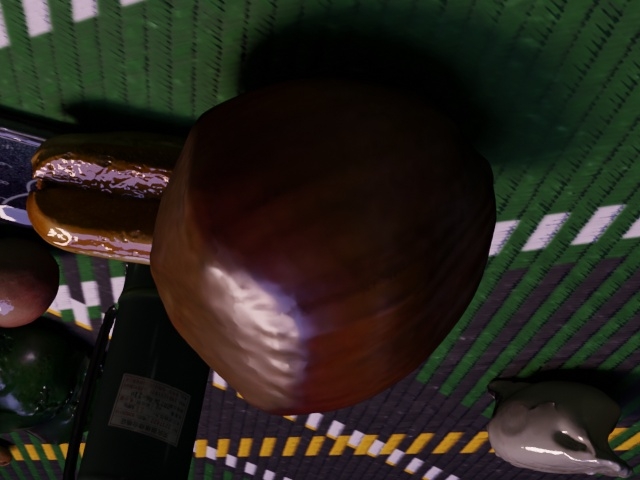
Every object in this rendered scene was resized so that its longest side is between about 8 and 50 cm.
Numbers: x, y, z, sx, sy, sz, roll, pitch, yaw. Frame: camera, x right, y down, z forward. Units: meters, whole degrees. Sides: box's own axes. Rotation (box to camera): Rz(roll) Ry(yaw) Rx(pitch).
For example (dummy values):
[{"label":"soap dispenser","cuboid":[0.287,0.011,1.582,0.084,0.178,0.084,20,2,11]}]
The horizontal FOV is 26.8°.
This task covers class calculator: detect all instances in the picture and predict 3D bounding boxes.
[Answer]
[{"label":"calculator","cuboid":[-0.251,-0.055,0.989,0.274,0.028,0.166,15,158,-12]}]

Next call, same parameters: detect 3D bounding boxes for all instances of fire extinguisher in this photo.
[{"label":"fire extinguisher","cuboid":[-0.147,0.155,1.112,0.118,0.294,0.093,10,160,1]}]

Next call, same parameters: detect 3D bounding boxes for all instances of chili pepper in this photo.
[{"label":"chili pepper","cuboid":[-0.313,0.165,1.459,0.148,0.116,0.264,-1,157,19]}]

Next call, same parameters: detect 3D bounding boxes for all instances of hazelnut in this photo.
[{"label":"hazelnut","cuboid":[-0.002,-0.006,0.813,0.186,0.210,0.210,13,163,33]}]

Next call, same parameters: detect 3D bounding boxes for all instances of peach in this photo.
[{"label":"peach","cuboid":[-0.264,0.036,1.155,0.083,0.083,0.083,9,159,3]}]

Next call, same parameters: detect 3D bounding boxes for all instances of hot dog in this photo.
[{"label":"hot dog","cuboid":[-0.081,-0.022,0.916,0.235,0.092,0.062,11,177,-5]}]

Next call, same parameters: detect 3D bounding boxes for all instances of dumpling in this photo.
[{"label":"dumpling","cuboid":[0.236,0.186,1.297,0.150,0.092,0.176,30,152,-36]}]

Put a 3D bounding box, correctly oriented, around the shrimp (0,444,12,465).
[{"label":"shrimp","cuboid":[-0.623,0.319,2.074,0.289,0.075,0.178,0,163,-11]}]
